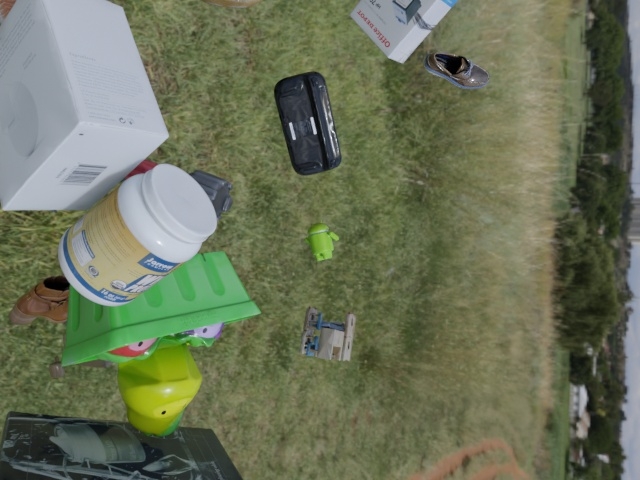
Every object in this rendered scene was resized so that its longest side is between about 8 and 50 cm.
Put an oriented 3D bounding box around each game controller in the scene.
[{"bbox_3d":[-0.037,-0.363,1.646,0.067,0.166,0.319,-89,167,-65],"label":"game controller"}]

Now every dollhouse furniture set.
[{"bbox_3d":[0.004,0.240,1.365,0.183,0.129,0.129,37,61,-67],"label":"dollhouse furniture set"}]

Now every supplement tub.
[{"bbox_3d":[-0.267,-0.007,0.768,0.144,0.199,0.144,46,23,-27],"label":"supplement tub"}]

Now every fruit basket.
[{"bbox_3d":[-0.330,0.230,1.102,0.392,0.283,0.392,26,54,-42],"label":"fruit basket"}]

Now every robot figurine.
[{"bbox_3d":[0.000,0.000,1.532,0.067,0.101,0.115,-11,86,-55],"label":"robot figurine"}]

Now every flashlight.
[{"bbox_3d":[-0.313,-0.121,0.925,0.103,0.304,0.103,-60,166,-46],"label":"flashlight"}]

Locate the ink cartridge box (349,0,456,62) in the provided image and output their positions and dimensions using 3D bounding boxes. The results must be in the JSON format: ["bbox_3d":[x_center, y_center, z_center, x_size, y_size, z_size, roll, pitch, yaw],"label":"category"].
[{"bbox_3d":[0.175,-0.487,1.066,0.140,0.191,0.082,52,29,14],"label":"ink cartridge box"}]

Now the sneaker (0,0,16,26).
[{"bbox_3d":[-0.599,-0.410,1.079,0.108,0.121,0.302,-15,70,-26],"label":"sneaker"}]

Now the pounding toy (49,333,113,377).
[{"bbox_3d":[-0.634,0.279,1.379,0.206,0.181,0.094,-34,123,-70],"label":"pounding toy"}]

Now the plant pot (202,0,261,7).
[{"bbox_3d":[-0.294,-0.786,1.666,0.236,0.236,0.032,-53,158,-48],"label":"plant pot"}]

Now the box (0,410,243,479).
[{"bbox_3d":[-0.401,0.581,1.006,0.471,0.480,0.297,15,90,-29],"label":"box"}]

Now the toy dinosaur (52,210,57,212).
[{"bbox_3d":[-0.781,-0.219,1.460,0.322,0.218,0.164,15,48,-23],"label":"toy dinosaur"}]

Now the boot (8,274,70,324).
[{"bbox_3d":[-0.892,0.186,1.787,0.109,0.220,0.283,59,24,17],"label":"boot"}]

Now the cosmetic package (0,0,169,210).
[{"bbox_3d":[-0.361,-0.191,0.735,0.138,0.224,0.225,-6,70,-56],"label":"cosmetic package"}]

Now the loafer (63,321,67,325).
[{"bbox_3d":[-0.912,0.301,2.045,0.095,0.302,0.109,-51,144,-46],"label":"loafer"}]

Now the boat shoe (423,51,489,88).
[{"bbox_3d":[0.360,-0.442,1.350,0.066,0.183,0.066,-150,-108,-81],"label":"boat shoe"}]
